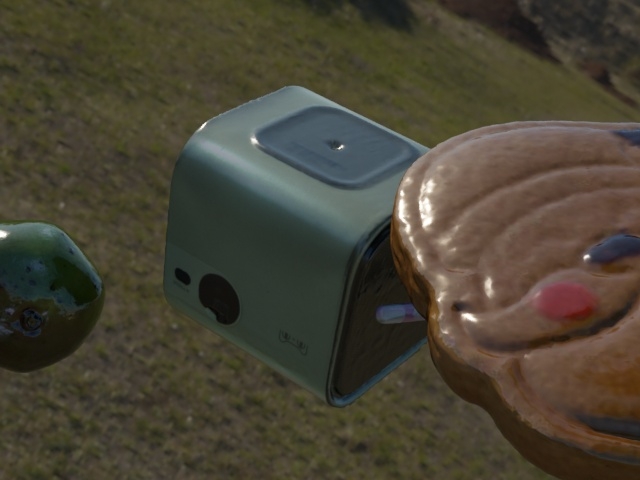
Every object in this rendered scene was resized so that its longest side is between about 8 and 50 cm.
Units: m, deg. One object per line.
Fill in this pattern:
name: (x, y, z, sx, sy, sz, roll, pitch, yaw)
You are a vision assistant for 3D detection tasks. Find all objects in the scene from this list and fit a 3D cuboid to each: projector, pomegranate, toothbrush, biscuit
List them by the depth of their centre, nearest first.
biscuit: (0.239, 0.034, 0.940, 0.350, 0.078, 0.455, -19, 42, -18)
toothbrush: (0.156, 0.072, 1.249, 0.025, 0.020, 0.286, 2, 2, 43)
projector: (0.000, 0.000, 1.295, 0.249, 0.248, 0.248, 29, 37, 27)
pomegranate: (-0.340, 0.052, 1.334, 0.180, 0.180, 0.209, 25, 10, -19)
